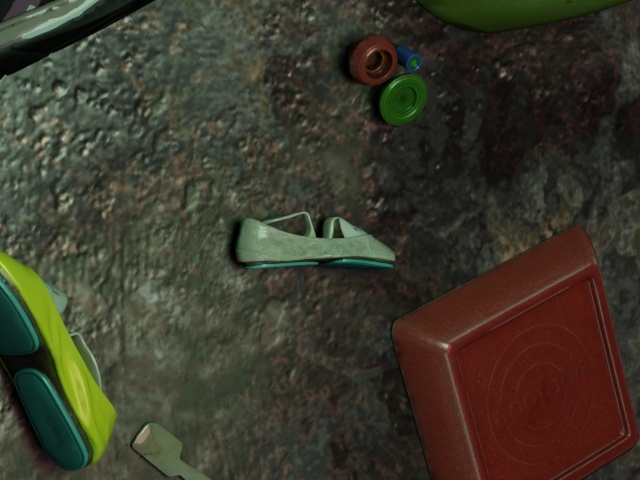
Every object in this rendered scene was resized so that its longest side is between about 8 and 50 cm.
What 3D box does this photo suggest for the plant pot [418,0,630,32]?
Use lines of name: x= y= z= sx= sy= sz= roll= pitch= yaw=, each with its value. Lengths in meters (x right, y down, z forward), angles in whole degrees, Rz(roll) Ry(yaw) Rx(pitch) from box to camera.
plant pot: x=0.243 y=-0.318 z=1.698 sx=0.275 sy=0.293 sz=0.274 roll=-5 pitch=100 yaw=-33

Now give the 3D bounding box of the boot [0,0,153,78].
boot: x=-0.240 y=-0.289 z=1.450 sx=0.377 sy=0.138 sz=0.284 roll=-28 pitch=93 yaw=-3

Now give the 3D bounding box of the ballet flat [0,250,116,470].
ballet flat: x=-0.231 y=0.084 z=1.573 sx=0.077 sy=0.077 sz=0.231 roll=-50 pitch=126 yaw=-43

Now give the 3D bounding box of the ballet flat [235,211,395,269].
ballet flat: x=0.000 y=0.000 z=1.723 sx=0.168 sy=0.057 sz=0.052 roll=1 pitch=86 yaw=-35

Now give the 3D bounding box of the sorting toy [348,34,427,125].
sorting toy: x=0.060 y=-0.156 z=1.755 sx=0.061 sy=0.042 sz=0.102 roll=-42 pitch=131 yaw=-5

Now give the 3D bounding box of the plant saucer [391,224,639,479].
plant saucer: x=0.211 y=0.150 z=1.893 sx=0.258 sy=0.048 sz=0.259 roll=-26 pitch=110 yaw=-29

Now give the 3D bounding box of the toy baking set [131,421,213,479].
toy baking set: x=-0.118 y=0.294 z=1.697 sx=0.197 sy=0.030 sz=0.256 roll=9 pitch=91 yaw=-35
